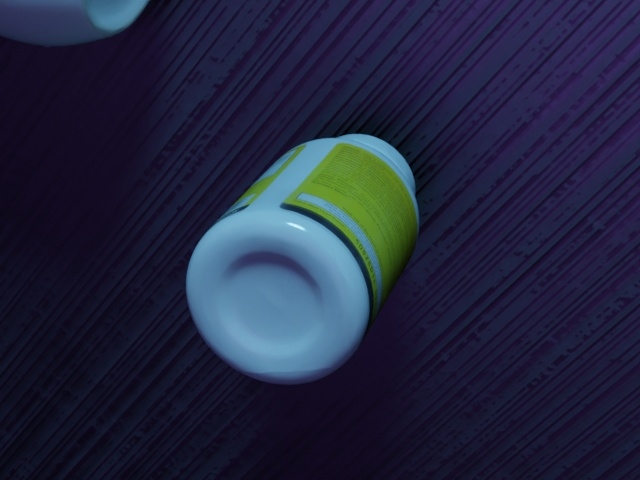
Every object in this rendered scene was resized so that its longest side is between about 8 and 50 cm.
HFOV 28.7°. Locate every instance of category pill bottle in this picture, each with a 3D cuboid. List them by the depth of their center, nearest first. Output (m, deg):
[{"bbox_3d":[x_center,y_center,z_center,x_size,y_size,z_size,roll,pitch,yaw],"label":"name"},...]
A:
[{"bbox_3d":[0.000,0.000,0.734,0.103,0.184,0.103,7,114,16],"label":"pill bottle"}]

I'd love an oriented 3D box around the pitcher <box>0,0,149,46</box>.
[{"bbox_3d":[-0.203,-0.176,0.776,0.207,0.125,0.177,22,139,20],"label":"pitcher"}]
